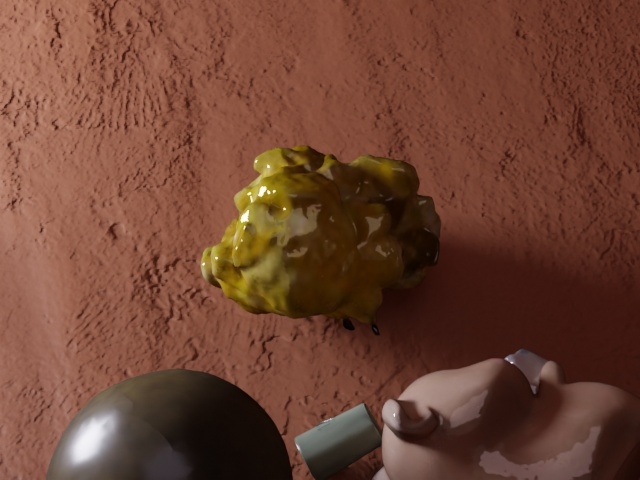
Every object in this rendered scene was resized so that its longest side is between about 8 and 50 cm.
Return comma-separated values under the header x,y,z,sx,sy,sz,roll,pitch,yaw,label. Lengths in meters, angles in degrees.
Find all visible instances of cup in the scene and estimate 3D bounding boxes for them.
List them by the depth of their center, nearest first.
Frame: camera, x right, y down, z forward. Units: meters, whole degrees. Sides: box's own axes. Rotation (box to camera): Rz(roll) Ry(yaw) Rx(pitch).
x,y,z,sx,sy,sz,roll,pitch,yaw,label
0.022,0.211,1.792,0.083,0.075,0.054,-29,86,3,cup

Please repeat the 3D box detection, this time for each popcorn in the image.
x,y,z,sx,sy,sz,roll,pitch,yaw,label
0.003,-0.003,1.865,0.253,0.190,0.191,11,88,-7,popcorn

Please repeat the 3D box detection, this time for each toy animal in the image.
x,y,z,sx,sy,sz,roll,pitch,yaw,label
0.198,0.205,1.728,0.256,0.195,0.213,21,52,15,toy animal

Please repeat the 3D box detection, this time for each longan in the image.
x,y,z,sx,sy,sz,roll,pitch,yaw,label
-0.151,0.254,1.664,0.258,0.258,0.258,1,58,-1,longan
